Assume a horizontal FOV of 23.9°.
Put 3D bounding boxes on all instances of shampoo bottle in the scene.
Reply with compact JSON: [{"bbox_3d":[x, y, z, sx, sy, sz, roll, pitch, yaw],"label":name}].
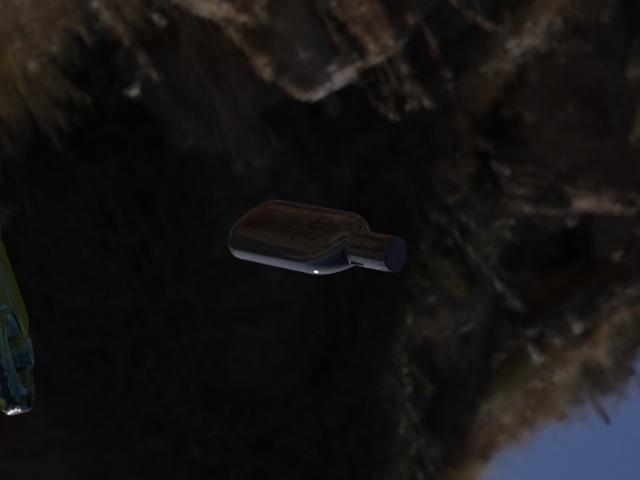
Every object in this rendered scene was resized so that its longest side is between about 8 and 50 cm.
[{"bbox_3d":[0.000,0.000,1.315,0.165,0.040,0.080,10,-145,39],"label":"shampoo bottle"}]

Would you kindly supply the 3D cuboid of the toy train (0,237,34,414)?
[{"bbox_3d":[-0.368,-0.018,1.312,0.179,0.442,0.272,-14,-149,-2],"label":"toy train"}]
